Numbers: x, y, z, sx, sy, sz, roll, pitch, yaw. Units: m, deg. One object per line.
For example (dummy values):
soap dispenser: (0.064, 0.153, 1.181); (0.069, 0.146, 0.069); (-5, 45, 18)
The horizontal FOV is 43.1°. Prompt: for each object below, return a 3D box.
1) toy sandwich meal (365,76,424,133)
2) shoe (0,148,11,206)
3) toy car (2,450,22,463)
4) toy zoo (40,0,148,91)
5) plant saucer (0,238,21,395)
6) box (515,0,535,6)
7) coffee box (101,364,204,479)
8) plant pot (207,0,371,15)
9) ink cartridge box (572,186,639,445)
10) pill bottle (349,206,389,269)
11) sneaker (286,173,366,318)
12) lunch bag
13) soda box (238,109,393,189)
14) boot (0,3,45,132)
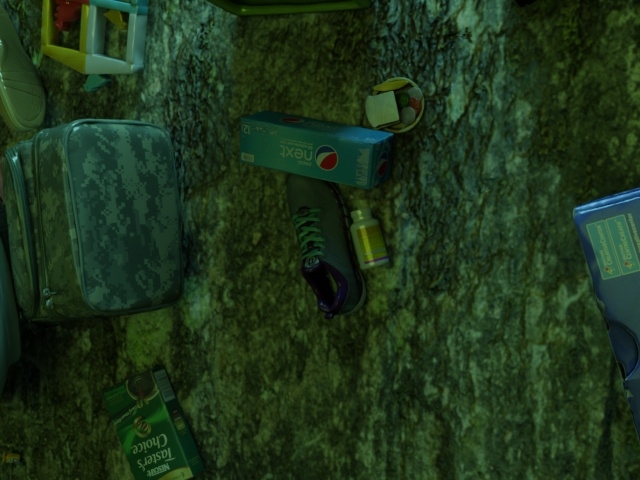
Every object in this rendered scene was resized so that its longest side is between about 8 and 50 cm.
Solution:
toy sandwich meal: (0.101, -0.187, 1.121); (0.085, 0.029, 0.086); (2, 94, 22)
shoe: (-0.510, -0.066, 1.366); (0.081, 0.063, 0.178); (11, 92, 23)
toy car: (-0.545, 0.436, 1.417); (0.040, 0.060, 0.122); (10, 106, -10)
toy zoo: (-0.354, -0.380, 1.270); (0.192, 0.030, 0.293); (17, 109, 22)
plant saucer: (-0.555, 0.101, 1.306); (0.400, 0.100, 0.401); (29, 123, 57)
box: (0.345, -0.417, 0.851); (0.394, 0.318, 0.097); (-29, 82, 21)
coffee box: (-0.270, 0.305, 1.300); (0.113, 0.040, 0.184); (-24, 84, 22)
plant pot: (-0.062, -0.433, 1.073); (0.228, 0.227, 0.207); (4, 89, 22)
ink cartridge box: (0.371, 0.073, 0.830); (0.151, 0.395, 0.270); (-17, 87, 22)
pill bottle: (0.067, -0.003, 1.140); (0.043, 0.043, 0.083); (-15, 88, 22)
sneaker: (0.000, 0.000, 1.138); (0.083, 0.098, 0.224); (-24, 85, 22)
lunch bag: (-0.368, -0.018, 1.240); (0.256, 0.212, 0.305); (-7, 91, 39)
soda box: (-0.008, -0.130, 1.136); (0.210, 0.071, 0.067); (15, 114, 24)
boot: (-0.586, -0.259, 1.363); (0.203, 0.095, 0.262); (-30, 80, 21)
